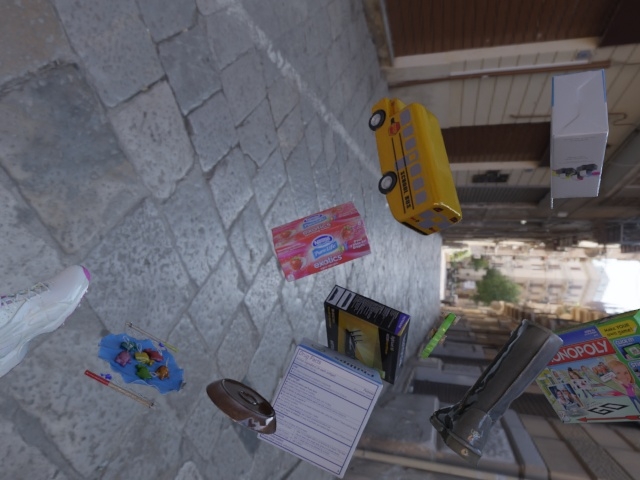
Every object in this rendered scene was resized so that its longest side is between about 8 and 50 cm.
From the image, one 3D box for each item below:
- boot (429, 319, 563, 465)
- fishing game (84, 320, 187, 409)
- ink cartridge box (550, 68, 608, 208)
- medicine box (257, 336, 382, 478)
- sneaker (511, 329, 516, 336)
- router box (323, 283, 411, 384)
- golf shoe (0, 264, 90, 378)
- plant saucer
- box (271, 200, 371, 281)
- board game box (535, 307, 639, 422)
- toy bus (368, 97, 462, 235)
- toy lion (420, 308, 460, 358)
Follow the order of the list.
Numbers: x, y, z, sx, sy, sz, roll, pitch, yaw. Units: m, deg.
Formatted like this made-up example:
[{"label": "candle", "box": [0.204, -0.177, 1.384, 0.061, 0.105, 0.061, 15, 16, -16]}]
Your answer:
[{"label": "boot", "box": [0.255, 0.214, 0.635, 0.208, 0.076, 0.189, -58, 174, -6]}, {"label": "fishing game", "box": [-0.348, 0.237, 0.850, 0.041, 0.189, 0.264, -56, -171, 1]}, {"label": "ink cartridge box", "box": [0.358, -0.131, 0.599, 0.181, 0.061, 0.104, 47, 50, -52]}, {"label": "medicine box", "box": [0.002, 0.475, 1.241, 0.149, 0.263, 0.289, 45, 69, -85]}, {"label": "sneaker", "box": [0.587, 0.312, 1.242, 0.098, 0.038, 0.069, 61, 21, 15]}, {"label": "router box", "box": [0.139, 0.297, 1.314, 0.081, 0.242, 0.309, -53, 152, -35]}, {"label": "golf shoe", "box": [-0.643, 0.155, 0.914, 0.306, 0.115, 0.140, -53, 142, -28]}, {"label": "plant saucer", "box": [-0.155, 0.331, 0.869, 0.029, 0.168, 0.168, -57, 158, -5]}, {"label": "box", "box": [0.000, 0.000, 1.428, 0.154, 0.299, 0.142, -110, -179, -61]}, {"label": "board game box", "box": [0.612, 0.289, 0.936, 0.214, 0.046, 0.317, 59, -30, 11]}, {"label": "toy bus", "box": [0.201, -0.179, 0.935, 0.108, 0.130, 0.333, 21, 53, -39]}, {"label": "toy lion", "box": [0.249, 0.205, 0.905, 0.096, 0.034, 0.100, -28, 148, -52]}]
